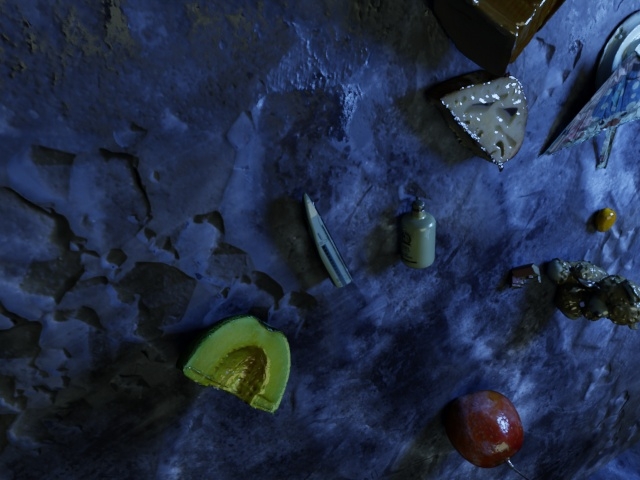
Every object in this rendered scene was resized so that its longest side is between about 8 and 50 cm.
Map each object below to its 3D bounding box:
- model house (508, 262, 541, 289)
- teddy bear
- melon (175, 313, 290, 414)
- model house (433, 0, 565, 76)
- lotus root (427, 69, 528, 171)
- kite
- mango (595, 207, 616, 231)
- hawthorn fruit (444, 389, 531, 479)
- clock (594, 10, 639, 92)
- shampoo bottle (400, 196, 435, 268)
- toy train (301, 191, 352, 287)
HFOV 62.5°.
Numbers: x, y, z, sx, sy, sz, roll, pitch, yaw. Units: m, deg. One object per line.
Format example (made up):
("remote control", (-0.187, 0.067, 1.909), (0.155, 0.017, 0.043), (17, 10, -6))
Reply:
("model house", (0.563, 0.099, 1.473), (0.083, 0.057, 0.058), (-17, 150, 40))
("teddy bear", (0.805, 0.155, 1.520), (0.156, 0.256, 0.267), (-40, 130, -7))
("melon", (-0.179, 0.238, 1.123), (0.265, 0.129, 0.169), (39, 74, -36))
("model house", (0.341, -0.455, 0.948), (0.199, 0.219, 0.229), (41, 90, 2))
("lotus root", (0.350, -0.272, 1.118), (0.170, 0.074, 0.260), (-46, 128, 3))
("kite", (0.721, -0.306, 1.297), (0.406, 0.014, 0.368), (-22, 140, -3))
("mango", (0.825, -0.057, 1.532), (0.060, 0.046, 0.089), (-24, 140, -11))
("hawthorn fruit", (0.512, 0.591, 1.651), (0.235, 0.263, 0.231), (-7, 103, 6))
("clock", (0.765, -0.426, 1.264), (0.236, 0.053, 0.237), (-14, 126, -21))
("shampoo bottle", (0.222, -0.018, 1.200), (0.079, 0.079, 0.162), (-19, 127, -18))
("toy train", (0.001, 0.000, 1.110), (0.048, 0.055, 0.252), (-28, 128, 1))
